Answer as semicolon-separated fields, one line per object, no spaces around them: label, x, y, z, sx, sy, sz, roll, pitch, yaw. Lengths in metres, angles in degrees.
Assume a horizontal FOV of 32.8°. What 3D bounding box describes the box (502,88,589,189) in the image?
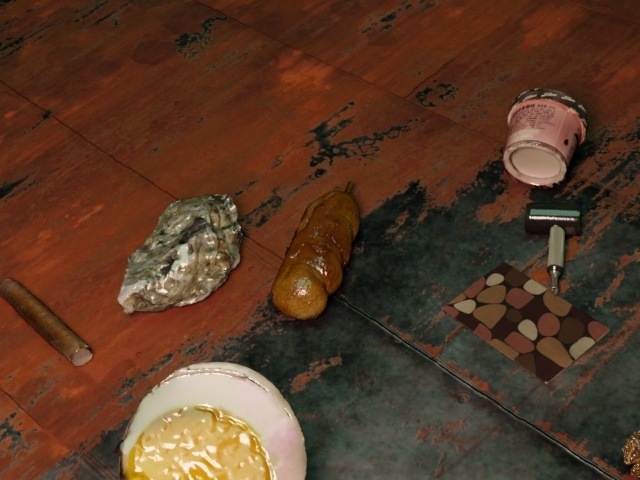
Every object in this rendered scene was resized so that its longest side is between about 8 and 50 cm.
box;0.411;-0.182;2.018;0.151;0.151;0.135;9;55;19

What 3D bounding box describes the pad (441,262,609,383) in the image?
pad;0.338;0.131;1.807;0.158;0.003;0.235;-34;49;-23

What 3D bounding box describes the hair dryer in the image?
hair dryer;0.402;0.014;1.885;0.100;0.057;0.198;0;49;13

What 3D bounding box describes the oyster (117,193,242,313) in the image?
oyster;-0.245;0.023;1.947;0.198;0.112;0.268;1;48;11

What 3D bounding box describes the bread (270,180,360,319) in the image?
bread;0.000;0.001;1.943;0.124;0.084;0.344;8;46;17

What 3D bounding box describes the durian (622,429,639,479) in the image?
durian;0.476;0.304;1.550;0.091;0.080;0.080;-18;40;22

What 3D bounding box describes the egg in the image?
egg;-0.151;0.336;1.576;0.264;0.174;0.286;-21;69;-10

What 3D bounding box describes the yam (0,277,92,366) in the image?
yam;-0.492;0.138;1.917;0.046;0.046;0.264;-37;51;-25
